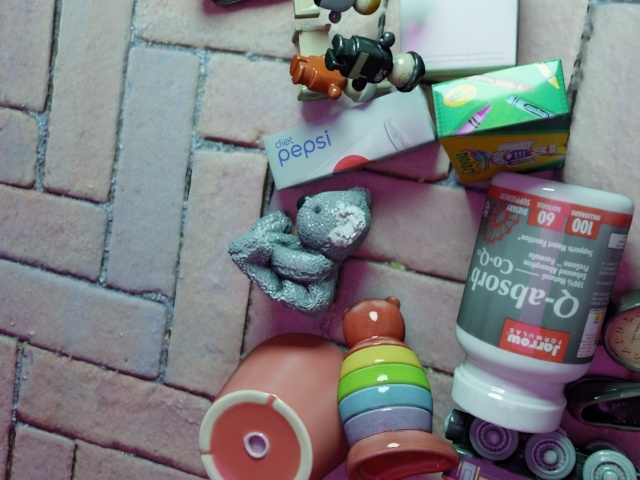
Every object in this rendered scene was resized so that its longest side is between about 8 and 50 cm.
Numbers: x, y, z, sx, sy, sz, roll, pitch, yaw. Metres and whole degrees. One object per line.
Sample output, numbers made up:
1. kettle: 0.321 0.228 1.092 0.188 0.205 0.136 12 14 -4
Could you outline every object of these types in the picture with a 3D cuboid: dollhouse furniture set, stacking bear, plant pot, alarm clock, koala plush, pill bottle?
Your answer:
1. dollhouse furniture set: 0.035 -0.342 1.148 0.160 0.101 0.182 -5 94 -7
2. stacking bear: 0.102 0.229 1.100 0.175 0.164 0.289 -21 52 18
3. plant pot: -0.069 0.313 1.148 0.274 0.243 0.275 1 95 17
4. alarm clock: 0.523 0.142 1.032 0.192 0.064 0.129 15 121 13
5. koala plush: 0.000 0.000 1.135 0.221 0.196 0.203 -42 94 16
6. pill bottle: 0.326 0.089 1.022 0.210 0.210 0.363 14 99 15

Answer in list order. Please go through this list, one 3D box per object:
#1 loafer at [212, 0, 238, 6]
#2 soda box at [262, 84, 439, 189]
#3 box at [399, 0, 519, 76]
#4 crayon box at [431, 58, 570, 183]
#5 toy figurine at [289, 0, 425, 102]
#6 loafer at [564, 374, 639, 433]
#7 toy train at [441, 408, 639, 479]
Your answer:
1. loafer: -0.084 -0.478 1.171 0.267 0.084 0.096 -7 62 14
2. soda box: 0.053 -0.171 1.141 0.286 0.091 0.098 -16 91 18
3. box: 0.221 -0.355 1.057 0.180 0.119 0.182 2 96 17
4. crayon box: 0.268 -0.162 0.976 0.165 0.278 0.081 -8 80 18
5. toy figurine: 0.062 -0.317 0.996 0.148 0.213 0.210 7 89 -24
6. loafer: 0.540 0.267 1.034 0.302 0.095 0.109 -2 95 17
7. toy train: 0.349 0.388 1.069 0.333 0.142 0.190 16 90 17
